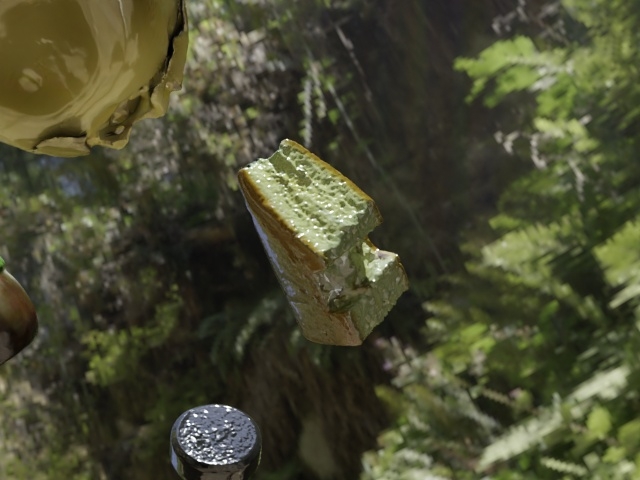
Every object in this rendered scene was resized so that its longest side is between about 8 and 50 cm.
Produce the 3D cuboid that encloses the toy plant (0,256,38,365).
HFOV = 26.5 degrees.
[{"bbox_3d":[-0.249,0.016,0.829,0.093,0.162,0.093,-37,5,3],"label":"toy plant"}]

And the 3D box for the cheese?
[{"bbox_3d":[-0.230,-0.204,1.006,0.259,0.316,0.128,-39,5,17],"label":"cheese"}]

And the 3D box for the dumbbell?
[{"bbox_3d":[-0.119,0.276,1.498,0.100,0.100,0.191,-10,-46,-19],"label":"dumbbell"}]

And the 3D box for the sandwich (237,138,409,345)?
[{"bbox_3d":[0.000,0.000,1.655,0.122,0.128,0.236,-41,-64,-31],"label":"sandwich"}]
